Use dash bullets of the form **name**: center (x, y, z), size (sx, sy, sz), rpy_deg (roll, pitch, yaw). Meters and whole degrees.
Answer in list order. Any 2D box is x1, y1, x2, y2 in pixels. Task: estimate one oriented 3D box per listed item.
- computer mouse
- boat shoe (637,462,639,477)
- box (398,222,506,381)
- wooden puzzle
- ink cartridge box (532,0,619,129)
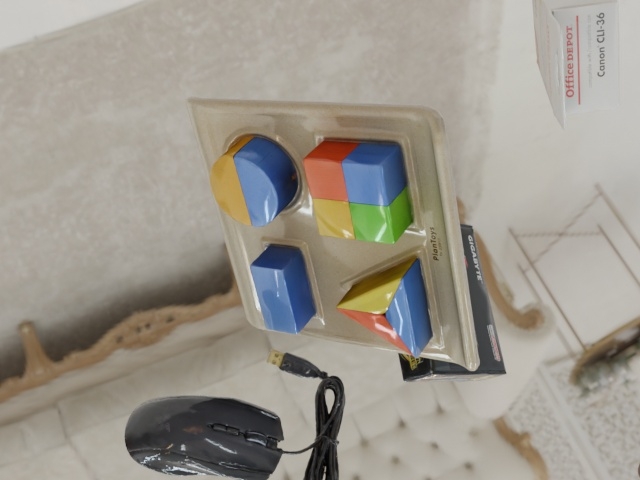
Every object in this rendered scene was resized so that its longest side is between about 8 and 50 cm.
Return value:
- **computer mouse**: center (-0.092, 0.202, 1.170), size (0.262, 0.184, 0.060), rpy_deg (14, 149, 1)
- **boat shoe**: center (0.577, 0.290, 1.394), size (0.342, 0.123, 0.123), rpy_deg (-13, -178, -39)
- **box**: center (0.162, 0.080, 1.325), size (0.051, 0.220, 0.175), rpy_deg (-24, 158, 39)
- **wooden puzzle**: center (0.000, 0.000, 1.104), size (0.080, 0.348, 0.322), rpy_deg (-44, 132, -41)
- **ink cartridge box**: center (0.261, -0.204, 1.001), size (0.067, 0.198, 0.115), rpy_deg (-7, 121, 8)
